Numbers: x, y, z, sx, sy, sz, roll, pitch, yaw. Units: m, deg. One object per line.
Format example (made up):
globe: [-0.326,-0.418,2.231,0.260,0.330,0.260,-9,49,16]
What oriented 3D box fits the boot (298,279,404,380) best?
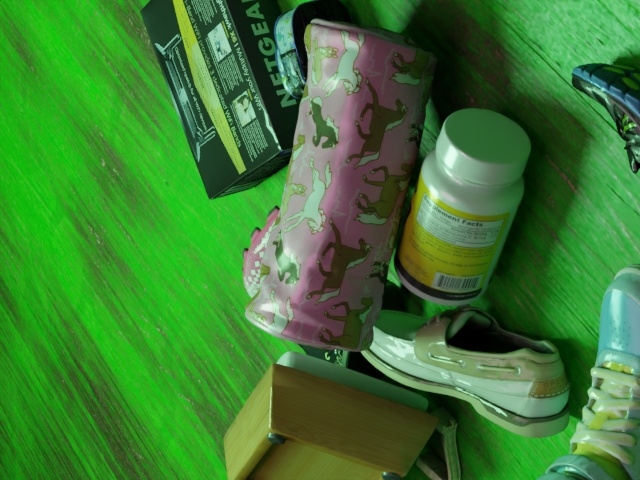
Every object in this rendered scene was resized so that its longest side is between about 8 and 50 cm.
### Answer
boot: [0.021,0.104,1.817,0.178,0.085,0.236,50,142,35]

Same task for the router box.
router box: [-0.130,-0.239,1.881,0.243,0.081,0.308,-27,83,58]

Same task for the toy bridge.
toy bridge: [0.157,0.306,1.764,0.063,0.026,0.188,42,137,36]

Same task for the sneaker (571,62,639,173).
sneaker: [0.307,-0.109,1.290,0.188,0.067,0.078,47,134,30]

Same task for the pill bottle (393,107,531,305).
pill bottle: [0.161,-0.037,1.501,0.119,0.119,0.208,48,140,33]

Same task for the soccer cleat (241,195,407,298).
soccer cleat: [0.000,0.000,1.742,0.143,0.116,0.331,53,135,23]

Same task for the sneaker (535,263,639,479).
sneaker: [0.291,0.196,1.333,0.127,0.208,0.319,8,111,57]

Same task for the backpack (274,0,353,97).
backpack: [-0.007,-0.240,1.671,0.084,0.105,0.114,-12,93,57]

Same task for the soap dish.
soap dish: [0.002,0.274,1.778,0.291,0.229,0.118,121,166,-58]

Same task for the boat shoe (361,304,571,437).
boat shoe: [0.171,0.128,1.587,0.302,0.113,0.103,20,121,39]

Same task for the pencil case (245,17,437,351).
pencil case: [0.022,-0.059,1.559,0.167,0.160,0.386,-109,30,-83]
